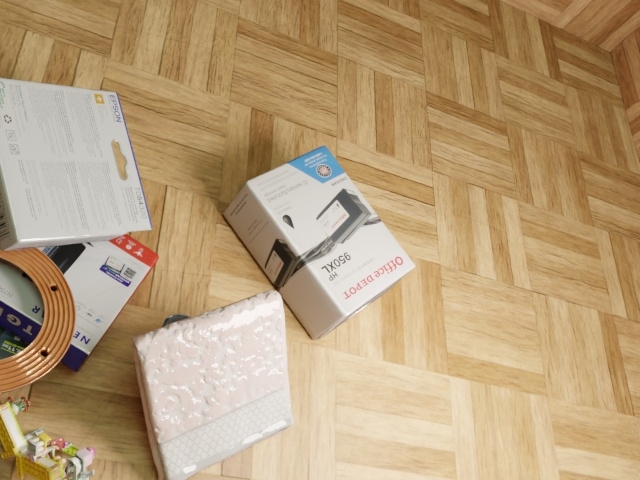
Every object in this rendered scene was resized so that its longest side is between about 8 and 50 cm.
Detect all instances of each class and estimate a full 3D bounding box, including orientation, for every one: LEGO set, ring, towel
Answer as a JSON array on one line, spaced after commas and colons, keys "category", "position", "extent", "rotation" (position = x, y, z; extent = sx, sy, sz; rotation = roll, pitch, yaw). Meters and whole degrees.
[{"category": "LEGO set", "position": [-0.510, 0.349, 1.341], "extent": [0.287, 0.132, 0.107], "rotation": [35, 28, 22]}, {"category": "ring", "position": [-0.601, 0.119, 1.291], "extent": [0.336, 0.032, 0.337], "rotation": [22, 45, -24]}, {"category": "towel", "position": [-0.201, 0.291, 1.483], "extent": [0.332, 0.053, 0.317], "rotation": [-17, 107, -37]}]

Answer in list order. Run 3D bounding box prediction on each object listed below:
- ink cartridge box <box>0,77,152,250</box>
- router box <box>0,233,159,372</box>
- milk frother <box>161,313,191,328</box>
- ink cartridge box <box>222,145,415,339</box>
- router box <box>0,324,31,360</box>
[{"category": "ink cartridge box", "position": [-0.516, -0.153, 1.474], "extent": [0.330, 0.071, 0.324], "rotation": [-7, 79, -57]}, {"category": "router box", "position": [-0.543, 0.054, 1.483], "extent": [0.335, 0.082, 0.301], "rotation": [34, 42, -9]}, {"category": "milk frother", "position": [-0.282, 0.203, 1.543], "extent": [0.129, 0.135, 0.143], "rotation": [29, 51, -14]}, {"category": "ink cartridge box", "position": [0.000, 0.000, 1.815], "extent": [0.285, 0.166, 0.395], "rotation": [-31, 81, -39]}, {"category": "router box", "position": [-0.612, 0.196, 1.411], "extent": [0.122, 0.038, 0.092], "rotation": [26, 52, -15]}]
